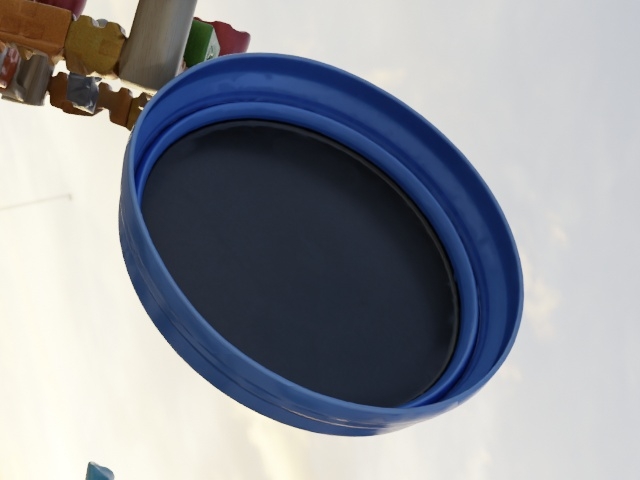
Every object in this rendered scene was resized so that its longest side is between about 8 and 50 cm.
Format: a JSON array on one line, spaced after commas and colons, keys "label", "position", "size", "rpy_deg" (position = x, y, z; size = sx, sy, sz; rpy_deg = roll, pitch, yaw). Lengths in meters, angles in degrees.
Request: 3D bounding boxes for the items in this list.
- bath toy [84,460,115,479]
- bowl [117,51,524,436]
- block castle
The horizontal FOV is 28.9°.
[{"label": "bath toy", "position": [-0.056, 0.289, 1.171], "size": [0.151, 0.348, 0.129], "rpy_deg": [152, -53, -73]}, {"label": "bowl", "position": [0.000, 0.000, 1.123], "size": [0.077, 0.391, 0.391], "rpy_deg": [-52, -127, 44]}, {"label": "block castle", "position": [-0.244, -0.255, 1.346], "size": [0.453, 0.303, 0.213], "rpy_deg": [83, 21, -86]}]
